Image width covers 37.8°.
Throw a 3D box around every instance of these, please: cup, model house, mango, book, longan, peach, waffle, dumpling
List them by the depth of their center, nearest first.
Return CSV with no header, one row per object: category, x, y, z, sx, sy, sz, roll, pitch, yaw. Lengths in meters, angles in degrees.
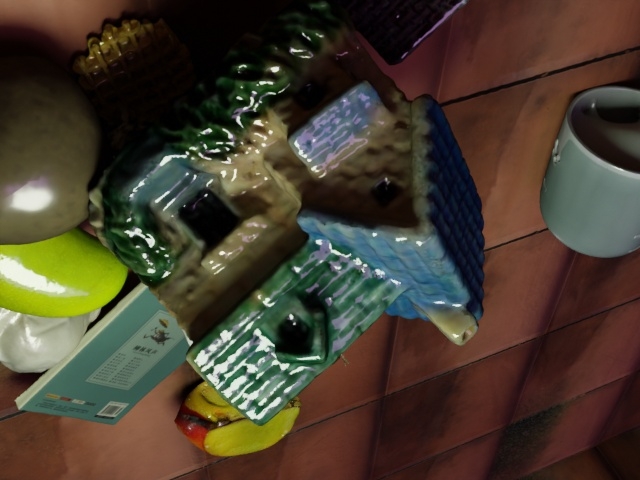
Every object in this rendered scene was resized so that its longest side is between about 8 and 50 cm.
longan,-0.394,-0.108,1.213,0.246,0.246,0.215,0,161,-36
model house,0.000,0.000,1.221,0.445,0.400,0.395,-39,154,-2
model house,0.112,-0.379,1.238,0.280,0.249,0.230,-43,142,16
waffle,-0.264,-0.233,1.323,0.191,0.038,0.191,-20,144,-15
mango,-0.428,0.020,1.373,0.293,0.143,0.175,26,85,-27
dumpling,-0.451,0.123,1.527,0.193,0.147,0.258,-46,159,7
book,-0.341,0.205,1.719,0.379,0.031,0.264,-42,149,12
cup,0.611,-0.154,1.908,0.357,0.259,0.274,-46,158,-37
peach,-0.195,0.377,2.005,0.267,0.159,0.154,-12,130,-27

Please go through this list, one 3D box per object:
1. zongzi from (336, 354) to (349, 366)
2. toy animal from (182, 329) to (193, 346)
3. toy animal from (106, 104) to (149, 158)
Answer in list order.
zongzi,-0.061,0.257,2.039,0.184,0.084,0.187,-27,151,19
toy animal,-0.148,0.012,1.548,0.310,0.247,0.183,-41,-173,-7
toy animal,-0.307,-0.105,1.395,0.176,0.073,0.217,-42,164,3
